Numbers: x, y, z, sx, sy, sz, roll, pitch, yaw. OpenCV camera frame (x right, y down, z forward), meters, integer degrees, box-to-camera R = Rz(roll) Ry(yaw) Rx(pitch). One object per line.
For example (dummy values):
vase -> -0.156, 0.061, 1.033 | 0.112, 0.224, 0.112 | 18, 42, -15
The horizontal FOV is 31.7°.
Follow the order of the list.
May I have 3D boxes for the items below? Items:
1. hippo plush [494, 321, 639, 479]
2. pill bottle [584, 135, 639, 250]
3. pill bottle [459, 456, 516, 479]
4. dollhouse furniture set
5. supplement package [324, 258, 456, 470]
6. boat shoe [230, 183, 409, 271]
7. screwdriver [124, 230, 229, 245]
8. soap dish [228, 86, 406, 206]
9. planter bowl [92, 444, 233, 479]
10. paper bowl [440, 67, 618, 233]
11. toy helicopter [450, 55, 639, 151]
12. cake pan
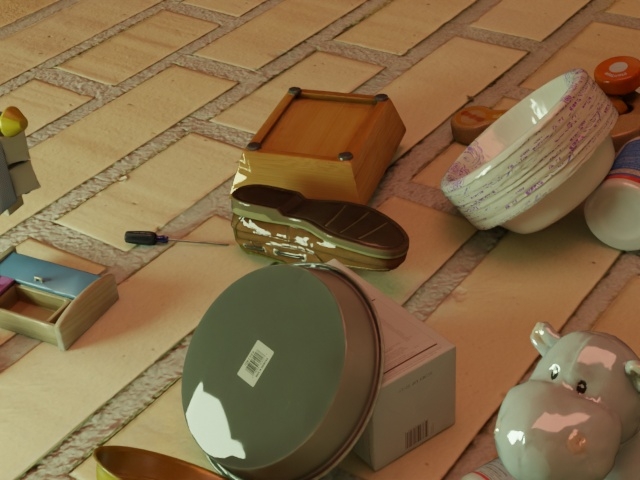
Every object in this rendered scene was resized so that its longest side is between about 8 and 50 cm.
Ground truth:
hippo plush -> 0.293, 0.212, 1.105 | 0.294, 0.236, 0.234 | -39, 44, -26
pill bottle -> 0.506, -0.089, 1.760 | 0.124, 0.124, 0.221 | 16, 40, 27
pill bottle -> 0.242, 0.276, 1.288 | 0.160, 0.087, 0.087 | -22, 38, -24
dollhouse furniture set -> -0.451, 0.003, 1.565 | 0.198, 0.303, 0.286 | 12, 38, 23
supplement package -> 0.043, 0.152, 1.446 | 0.139, 0.133, 0.244 | -25, 40, -27
boat shoe -> 0.000, 0.000, 1.706 | 0.307, 0.104, 0.111 | 19, 32, 33
screwdriver -> -0.230, 0.000, 1.803 | 0.170, 0.024, 0.025 | 4, 6, 0
soap dish -> 0.000, -0.153, 1.910 | 0.229, 0.118, 0.291 | 8, 35, 16
planter bowl -> -0.163, 0.308, 1.244 | 0.217, 0.090, 0.217 | 20, -1, 0
paper bowl -> 0.335, -0.122, 1.734 | 0.284, 0.148, 0.284 | -42, 7, 6
toy helicopter -> 0.393, -0.192, 1.954 | 0.355, 0.140, 0.235 | 1, 42, 26
cake pan -> -0.058, 0.156, 1.362 | 0.293, 0.054, 0.293 | -17, 60, 32
